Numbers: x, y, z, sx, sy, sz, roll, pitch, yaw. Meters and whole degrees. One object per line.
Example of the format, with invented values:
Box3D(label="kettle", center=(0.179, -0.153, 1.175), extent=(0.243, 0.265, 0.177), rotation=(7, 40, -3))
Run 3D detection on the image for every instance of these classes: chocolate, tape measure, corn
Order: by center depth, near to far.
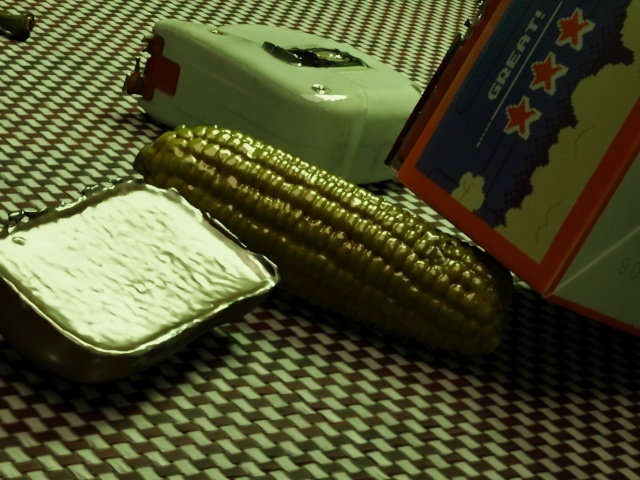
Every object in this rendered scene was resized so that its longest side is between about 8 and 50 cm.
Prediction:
Box3D(label="chocolate", center=(-0.162, 0.041, 1.280), extent=(0.161, 0.083, 0.261), rotation=(42, 31, 17))
Box3D(label="corn", center=(0.000, 0.000, 1.435), extent=(0.363, 0.120, 0.120), rotation=(26, 24, 10))
Box3D(label="tape measure", center=(-0.033, -0.154, 1.769), extent=(0.258, 0.130, 0.265), rotation=(28, 25, 35))

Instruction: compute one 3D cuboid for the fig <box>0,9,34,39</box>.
Box3D(label="fig", center=(-0.457, -0.350, 1.939), extent=(0.321, 0.217, 0.217), rotation=(49, 32, 13))

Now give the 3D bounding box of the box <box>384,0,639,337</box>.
Box3D(label="box", center=(0.314, -0.092, 1.481), extent=(0.348, 0.319, 0.257), rotation=(20, 16, -38))
